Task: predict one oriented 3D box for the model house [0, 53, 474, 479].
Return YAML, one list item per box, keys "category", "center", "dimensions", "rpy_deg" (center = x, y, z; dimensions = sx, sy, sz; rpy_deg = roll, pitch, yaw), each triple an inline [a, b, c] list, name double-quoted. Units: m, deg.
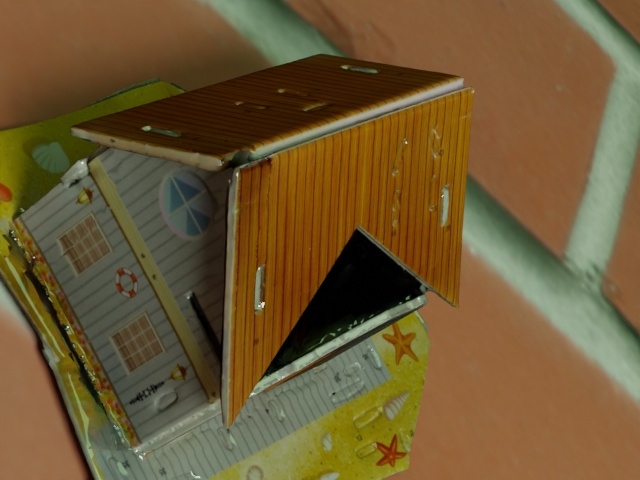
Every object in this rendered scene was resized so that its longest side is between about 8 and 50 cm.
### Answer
- category: "model house"
  center: [0.000, 0.000, 0.699]
  dimensions: [0.219, 0.136, 0.207]
  rpy_deg: [-21, 81, -48]
